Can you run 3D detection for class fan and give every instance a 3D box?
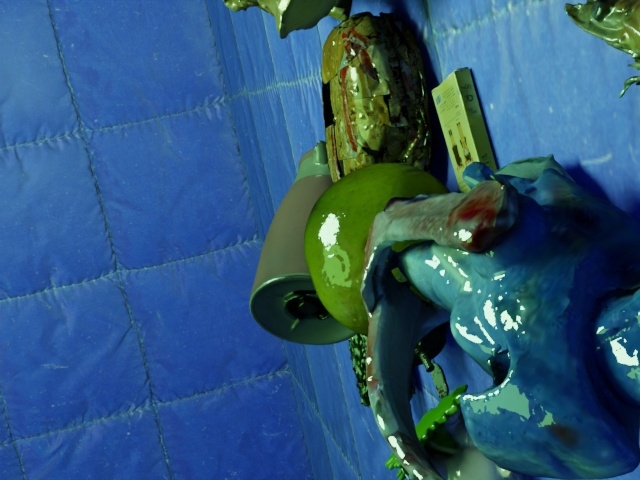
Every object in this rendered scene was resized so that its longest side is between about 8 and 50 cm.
[{"bbox_3d":[0.163,0.184,1.152,0.056,0.004,0.083,111,145,-71],"label":"fan"}]

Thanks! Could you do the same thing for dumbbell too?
[{"bbox_3d":[0.106,0.091,1.075,0.099,0.099,0.208,87,165,-44],"label":"dumbbell"}]

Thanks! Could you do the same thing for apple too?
[{"bbox_3d":[0.080,0.011,0.877,0.157,0.197,0.196,-37,63,43],"label":"apple"}]

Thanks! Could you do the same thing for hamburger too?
[{"bbox_3d":[0.063,-0.162,0.977,0.231,0.107,0.230,173,90,-83],"label":"hamburger"}]

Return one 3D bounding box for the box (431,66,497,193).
[{"bbox_3d":[0.151,-0.094,0.820,0.073,0.020,0.149,150,106,-78],"label":"box"}]

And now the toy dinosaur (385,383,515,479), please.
[{"bbox_3d":[0.187,0.260,0.908,0.177,0.152,0.194,46,159,3],"label":"toy dinosaur"}]

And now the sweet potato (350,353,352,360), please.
[{"bbox_3d":[0.062,0.104,1.425,0.067,0.067,0.273,-120,21,-56],"label":"sweet potato"}]

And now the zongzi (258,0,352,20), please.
[{"bbox_3d":[-0.017,-0.336,1.074,0.286,0.134,0.288,97,157,-67],"label":"zongzi"}]

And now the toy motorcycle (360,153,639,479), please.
[{"bbox_3d":[0.151,0.069,0.579,0.319,0.182,0.241,-127,52,-65],"label":"toy motorcycle"}]

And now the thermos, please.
[{"bbox_3d":[0.000,0.000,1.085,0.176,0.146,0.265,81,-167,-47],"label":"thermos"}]

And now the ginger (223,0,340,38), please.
[{"bbox_3d":[-0.023,-0.324,0.871,0.123,0.270,0.218,18,-110,-57],"label":"ginger"}]

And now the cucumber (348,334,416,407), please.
[{"bbox_3d":[0.072,0.079,1.247,0.096,0.096,0.359,-151,48,-76],"label":"cucumber"}]

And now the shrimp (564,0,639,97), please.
[{"bbox_3d":[0.225,-0.055,0.412,0.296,0.058,0.169,-129,25,-59],"label":"shrimp"}]
